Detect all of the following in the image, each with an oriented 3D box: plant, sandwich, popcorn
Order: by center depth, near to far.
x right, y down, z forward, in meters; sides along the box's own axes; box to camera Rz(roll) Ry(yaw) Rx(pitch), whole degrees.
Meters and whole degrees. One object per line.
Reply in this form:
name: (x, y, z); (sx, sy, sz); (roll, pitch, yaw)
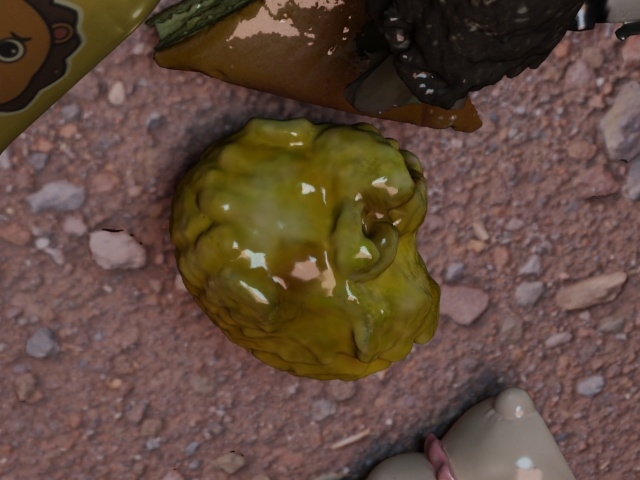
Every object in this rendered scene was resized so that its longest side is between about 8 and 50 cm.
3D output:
plant: (0.091, -0.161, 0.848); (0.142, 0.131, 0.203); (-28, 166, -34)
sandwich: (0.004, -0.154, 0.988); (0.258, 0.094, 0.096); (11, 110, -18)
popcorn: (0.000, 0.000, 1.023); (0.226, 0.200, 0.203); (30, 73, 6)

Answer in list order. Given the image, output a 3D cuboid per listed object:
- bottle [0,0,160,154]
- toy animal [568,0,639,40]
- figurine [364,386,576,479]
bottle: (-0.179, -0.189, 0.819); (0.351, 0.171, 0.171); (-38, 119, 25)
toy animal: (0.201, -0.281, 0.921); (0.213, 0.212, 0.266); (-9, 115, -12)
figurine: (0.109, 0.242, 1.179); (0.236, 0.127, 0.155); (-28, 127, 3)
